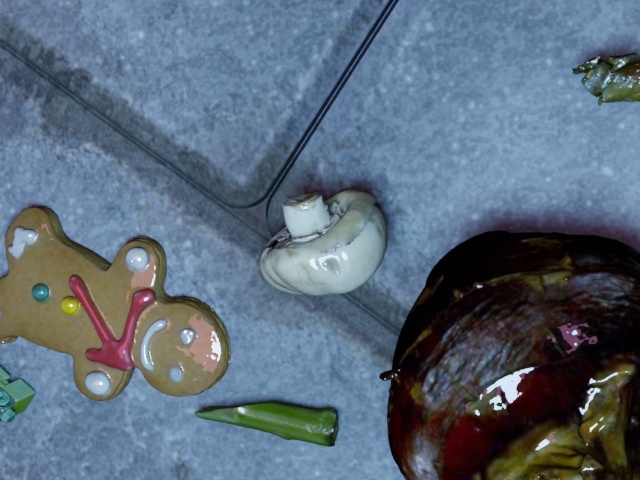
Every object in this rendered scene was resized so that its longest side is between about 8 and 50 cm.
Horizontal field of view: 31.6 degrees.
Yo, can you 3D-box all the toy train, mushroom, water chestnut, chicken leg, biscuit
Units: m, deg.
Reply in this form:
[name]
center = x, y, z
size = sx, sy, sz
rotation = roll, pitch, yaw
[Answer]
[toy train]
center = -0.424, 0.183, 1.437
size = 0.122, 0.081, 0.050
rotation = 39, 112, 12
[mushroom]
center = 0.000, 0.000, 1.265
size = 0.154, 0.154, 0.122
rotation = -24, 112, 16
[water chestnut]
center = 0.232, 0.169, 1.112
size = 0.335, 0.347, 0.335
rotation = -7, 120, -13
[chicken leg]
center = 0.381, -0.165, 1.176
size = 0.228, 0.088, 0.103
rotation = -8, 104, 14
[biscuit]
center = -0.269, 0.090, 1.404
size = 0.340, 0.047, 0.216
rotation = 27, 101, 14

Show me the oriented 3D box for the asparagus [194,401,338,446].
[asparagus]
center = -0.064, 0.210, 1.353
size = 0.179, 0.041, 0.045
rotation = 9, 140, 16
